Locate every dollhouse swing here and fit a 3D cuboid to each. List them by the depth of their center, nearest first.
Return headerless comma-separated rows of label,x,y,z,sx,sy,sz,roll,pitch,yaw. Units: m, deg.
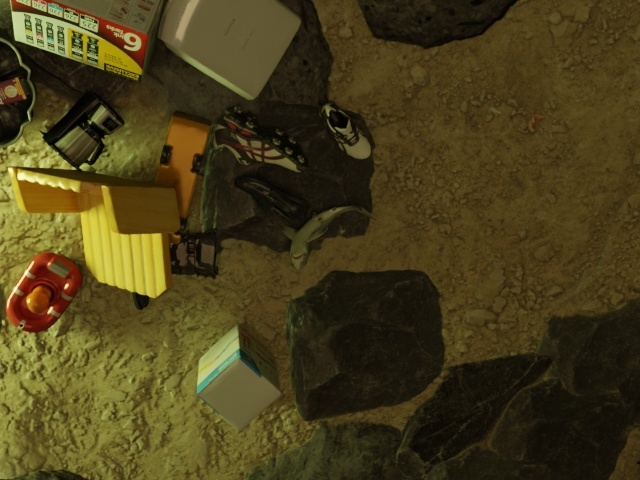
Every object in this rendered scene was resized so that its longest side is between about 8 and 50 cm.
dollhouse swing,-0.566,-0.010,1.788,0.347,0.315,0.304,13,99,28

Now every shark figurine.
shark figurine,0.009,-0.022,2.036,0.278,0.166,0.116,-39,135,-12

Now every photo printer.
photo printer,-0.230,-0.529,1.766,0.308,0.107,0.256,28,97,-36

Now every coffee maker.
coffee maker,-0.616,-0.295,1.834,0.171,0.120,0.178,42,85,12

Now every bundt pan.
bundt pan,-0.866,-0.381,1.784,0.331,0.124,0.330,-2,109,-6

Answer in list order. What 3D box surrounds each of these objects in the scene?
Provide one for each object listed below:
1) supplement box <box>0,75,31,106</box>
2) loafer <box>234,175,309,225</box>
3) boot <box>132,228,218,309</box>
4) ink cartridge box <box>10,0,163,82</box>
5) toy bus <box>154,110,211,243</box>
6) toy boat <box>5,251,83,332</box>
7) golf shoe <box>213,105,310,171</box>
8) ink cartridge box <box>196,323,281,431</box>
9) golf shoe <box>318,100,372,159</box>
supplement box,-0.750,-0.357,1.718,0.083,0.043,0.054,-18,110,0
loafer,-0.139,-0.111,1.977,0.223,0.076,0.078,25,80,-17
boot,-0.403,0.083,2.007,0.229,0.091,0.262,8,105,-9
ink cartridge box,-0.551,-0.507,1.697,0.310,0.272,0.130,17,66,-11
toy bus,-0.383,-0.167,1.907,0.108,0.130,0.332,14,106,-12
toy boat,-0.764,0.154,1.954,0.151,0.151,0.231,34,101,-15
golf shoe,-0.158,-0.251,1.937,0.273,0.105,0.120,31,120,-11
ink cartridge box,-0.235,0.386,2.050,0.168,0.232,0.171,-43,107,5
golf shoe,0.070,-0.289,1.943,0.077,0.094,0.198,-43,109,6
